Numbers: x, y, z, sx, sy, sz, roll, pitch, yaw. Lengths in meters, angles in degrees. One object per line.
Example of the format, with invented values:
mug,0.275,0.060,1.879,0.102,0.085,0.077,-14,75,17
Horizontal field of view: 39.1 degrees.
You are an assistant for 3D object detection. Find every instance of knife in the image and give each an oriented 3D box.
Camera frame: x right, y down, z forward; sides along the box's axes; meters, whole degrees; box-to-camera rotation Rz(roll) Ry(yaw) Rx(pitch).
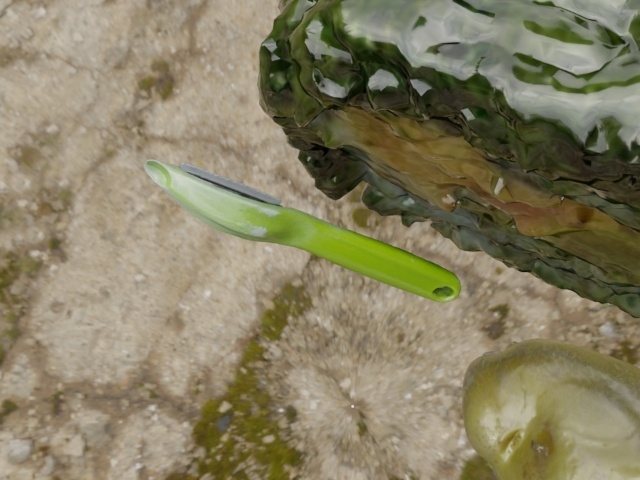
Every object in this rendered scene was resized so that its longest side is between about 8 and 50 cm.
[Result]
knife,0.000,0.000,0.426,0.184,0.022,0.026,21,41,-32

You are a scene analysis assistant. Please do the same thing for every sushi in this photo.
sushi,0.161,-0.064,0.457,0.352,0.294,0.178,23,79,15

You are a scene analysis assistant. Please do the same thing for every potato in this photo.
potato,0.305,0.238,1.008,0.351,0.202,0.218,45,107,33
